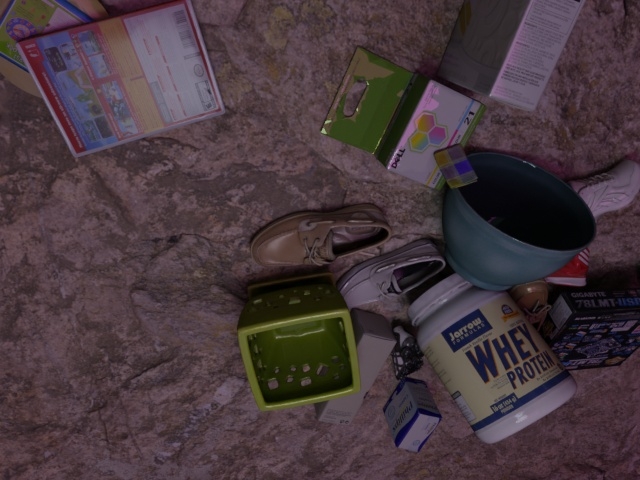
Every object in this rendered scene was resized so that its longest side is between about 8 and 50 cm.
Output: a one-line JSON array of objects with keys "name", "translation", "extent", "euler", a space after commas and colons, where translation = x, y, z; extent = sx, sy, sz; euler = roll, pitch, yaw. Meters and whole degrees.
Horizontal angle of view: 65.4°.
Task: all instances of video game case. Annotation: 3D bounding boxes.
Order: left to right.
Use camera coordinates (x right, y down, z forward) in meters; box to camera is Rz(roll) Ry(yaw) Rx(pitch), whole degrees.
[{"name": "video game case", "translation": [-0.332, -0.279, 0.867], "extent": [0.286, 0.025, 0.203], "euler": [-19, 125, -8]}]

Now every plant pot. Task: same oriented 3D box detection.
[{"name": "plant pot", "translation": [-0.048, 0.200, 1.085], "extent": [0.227, 0.207, 0.228], "euler": [-10, 119, -2]}, {"name": "plant pot", "translation": [0.378, -0.019, 1.041], "extent": [0.293, 0.292, 0.196], "euler": [5, 135, -13]}]

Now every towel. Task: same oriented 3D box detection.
[{"name": "towel", "translation": [0.257, -0.142, 0.950], "extent": [0.060, 0.083, 0.009], "euler": [-18, 161, -5]}]

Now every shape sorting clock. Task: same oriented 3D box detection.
[{"name": "shape sorting clock", "translation": [-0.448, -0.335, 0.832], "extent": [0.207, 0.040, 0.206], "euler": [-9, 122, -15]}]

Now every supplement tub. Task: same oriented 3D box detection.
[{"name": "supplement tub", "translation": [0.361, 0.244, 1.096], "extent": [0.236, 0.324, 0.235], "euler": [-26, 156, -13]}]

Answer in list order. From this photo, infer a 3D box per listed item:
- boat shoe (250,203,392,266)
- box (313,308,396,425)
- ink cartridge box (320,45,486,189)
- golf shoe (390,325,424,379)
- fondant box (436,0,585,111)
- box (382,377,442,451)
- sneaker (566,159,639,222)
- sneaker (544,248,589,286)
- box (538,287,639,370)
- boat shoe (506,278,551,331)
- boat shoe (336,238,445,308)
[{"name": "boat shoe", "translation": [0.000, 0.000, 1.058], "extent": [0.303, 0.098, 0.109], "euler": [-13, 118, -5]}, {"name": "box", "translation": [0.076, 0.314, 1.226], "extent": [0.094, 0.113, 0.275], "euler": [17, 113, -19]}, {"name": "ink cartridge box", "translation": [0.156, -0.233, 0.974], "extent": [0.256, 0.097, 0.188], "euler": [18, 112, -20]}, {"name": "golf shoe", "translation": [0.212, 0.284, 1.266], "extent": [0.077, 0.093, 0.198], "euler": [-22, 144, -18]}, {"name": "fondant box", "translation": [0.336, -0.411, 0.839], "extent": [0.096, 0.238, 0.330], "euler": [13, 113, -16]}, {"name": "box", "translation": [0.238, 0.456, 1.314], "extent": [0.072, 0.137, 0.126], "euler": [19, 111, -19]}, {"name": "sneaker", "translation": [0.620, -0.109, 1.136], "extent": [0.232, 0.090, 0.115], "euler": [-44, 113, 11]}, {"name": "sneaker", "translation": [0.549, 0.039, 1.215], "extent": [0.222, 0.087, 0.127], "euler": [6, 98, -13]}, {"name": "box", "translation": [0.704, 0.237, 1.285], "extent": [0.296, 0.073, 0.293], "euler": [-2, 138, -9]}, {"name": "boat shoe", "translation": [0.499, 0.195, 1.216], "extent": [0.105, 0.089, 0.285], "euler": [-6, 137, 5]}, {"name": "boat shoe", "translation": [0.158, 0.092, 1.142], "extent": [0.268, 0.088, 0.096], "euler": [-23, 119, 1]}]
